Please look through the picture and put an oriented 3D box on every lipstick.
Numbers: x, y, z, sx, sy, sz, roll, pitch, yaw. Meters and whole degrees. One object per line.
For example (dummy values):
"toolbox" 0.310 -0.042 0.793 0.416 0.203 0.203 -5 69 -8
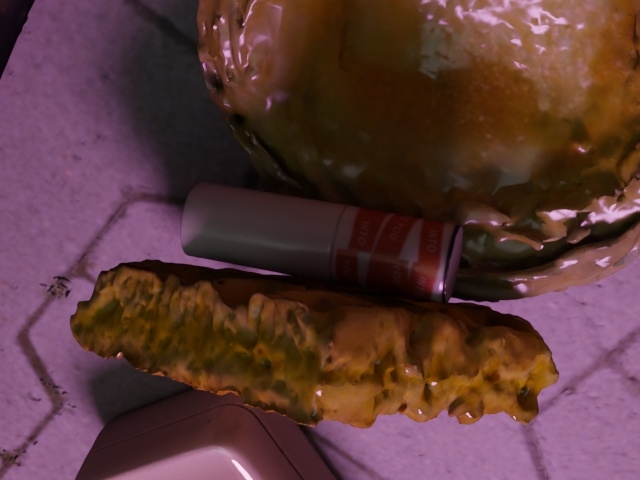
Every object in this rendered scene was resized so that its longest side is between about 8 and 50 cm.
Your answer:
"lipstick" 0.000 0.000 0.563 0.130 0.038 0.038 11 124 14

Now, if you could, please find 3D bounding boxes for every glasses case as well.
"glasses case" -0.022 0.250 0.825 0.144 0.076 0.336 -24 114 24

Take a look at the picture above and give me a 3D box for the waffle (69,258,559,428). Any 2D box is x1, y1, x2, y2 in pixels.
"waffle" 0.005 0.049 0.636 0.229 0.219 0.057 10 92 48

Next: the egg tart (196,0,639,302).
"egg tart" 0.078 -0.101 0.556 0.288 0.118 0.288 5 123 8

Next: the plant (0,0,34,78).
"plant" -0.245 -0.103 0.612 0.164 0.142 0.256 40 117 -15
